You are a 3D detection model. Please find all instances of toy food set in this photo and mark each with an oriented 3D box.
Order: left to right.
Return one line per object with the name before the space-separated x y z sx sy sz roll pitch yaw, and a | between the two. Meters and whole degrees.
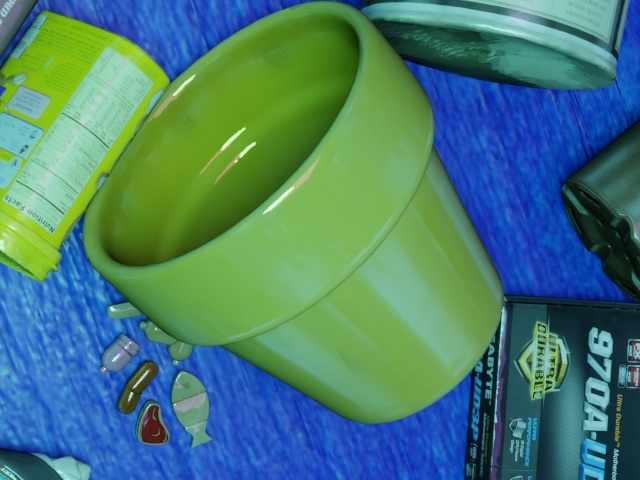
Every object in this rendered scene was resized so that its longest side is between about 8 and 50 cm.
toy food set | -0.128 0.102 1.148 0.078 0.019 0.122 -11 103 -19

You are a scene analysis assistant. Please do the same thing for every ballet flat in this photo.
ballet flat | -0.180 0.206 1.110 0.203 0.074 0.074 46 77 -9

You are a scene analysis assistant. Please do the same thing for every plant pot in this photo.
plant pot | 0.000 0.000 1.085 0.254 0.254 0.239 -50 122 -12
plant pot | 0.297 -0.041 1.229 0.165 0.167 0.167 -35 102 -7

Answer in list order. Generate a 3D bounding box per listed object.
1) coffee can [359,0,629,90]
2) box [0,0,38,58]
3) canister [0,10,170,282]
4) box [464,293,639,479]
coffee can | 0.150 -0.271 1.140 0.201 0.201 0.275 13 87 -19
box | -0.281 -0.173 0.988 0.167 0.203 0.168 34 81 -18
canister | -0.196 -0.070 1.065 0.170 0.126 0.073 -58 141 -11
box | 0.209 0.158 1.250 0.175 0.051 0.220 5 89 -20
